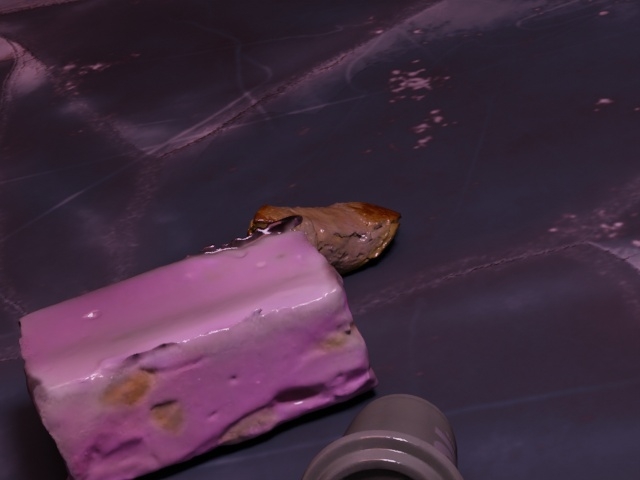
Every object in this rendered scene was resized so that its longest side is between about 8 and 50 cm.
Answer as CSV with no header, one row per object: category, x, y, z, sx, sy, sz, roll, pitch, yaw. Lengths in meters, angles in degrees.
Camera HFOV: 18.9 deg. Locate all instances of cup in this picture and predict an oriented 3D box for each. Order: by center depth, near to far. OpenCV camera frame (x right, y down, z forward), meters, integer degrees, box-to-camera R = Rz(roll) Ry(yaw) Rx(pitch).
cup,0.049,0.171,1.341,0.120,0.120,0.141,-9,14,11

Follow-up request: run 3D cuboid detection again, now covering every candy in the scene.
candy,-0.103,0.092,1.542,0.265,0.115,0.155,-19,28,-10

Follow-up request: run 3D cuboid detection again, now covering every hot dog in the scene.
hot dog,0.000,0.001,1.721,0.169,0.061,0.078,-1,25,-35
